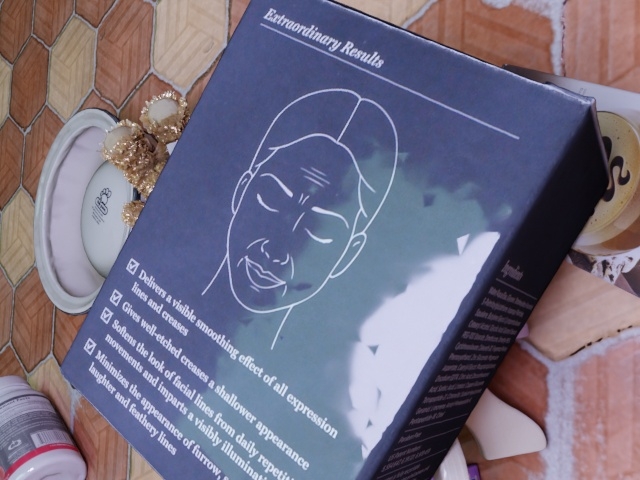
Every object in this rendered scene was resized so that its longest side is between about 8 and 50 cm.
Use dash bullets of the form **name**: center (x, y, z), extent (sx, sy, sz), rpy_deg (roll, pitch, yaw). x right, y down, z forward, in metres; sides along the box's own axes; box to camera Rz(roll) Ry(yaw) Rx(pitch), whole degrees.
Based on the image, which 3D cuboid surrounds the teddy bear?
- **teddy bear**: center (-0.225, -0.087, 1.081), extent (0.338, 0.113, 0.245), rpy_deg (37, 77, -2)

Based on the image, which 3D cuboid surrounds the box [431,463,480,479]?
- **box**: center (0.131, 0.441, 0.791), extent (0.200, 0.057, 0.294), rpy_deg (-23, 71, 41)

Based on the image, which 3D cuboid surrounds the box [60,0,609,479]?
- **box**: center (0.012, 0.030, 0.562), extent (0.293, 0.212, 0.396), rpy_deg (33, 97, 28)

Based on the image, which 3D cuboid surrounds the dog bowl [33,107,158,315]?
- **dog bowl**: center (-0.425, -0.052, 1.292), extent (0.407, 0.150, 0.409), rpy_deg (-6, 81, 43)

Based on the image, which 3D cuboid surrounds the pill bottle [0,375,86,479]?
- **pill bottle**: center (-0.678, 0.457, 1.455), extent (0.318, 0.176, 0.177), rpy_deg (38, 111, 38)

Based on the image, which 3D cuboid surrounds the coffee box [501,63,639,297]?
- **coffee box**: center (0.288, -0.054, 0.623), extent (0.297, 0.118, 0.168), rpy_deg (35, 110, 50)

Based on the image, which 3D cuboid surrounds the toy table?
- **toy table**: center (0.112, 0.180, 0.728), extent (0.274, 0.252, 0.161), rpy_deg (-11, 81, 9)
